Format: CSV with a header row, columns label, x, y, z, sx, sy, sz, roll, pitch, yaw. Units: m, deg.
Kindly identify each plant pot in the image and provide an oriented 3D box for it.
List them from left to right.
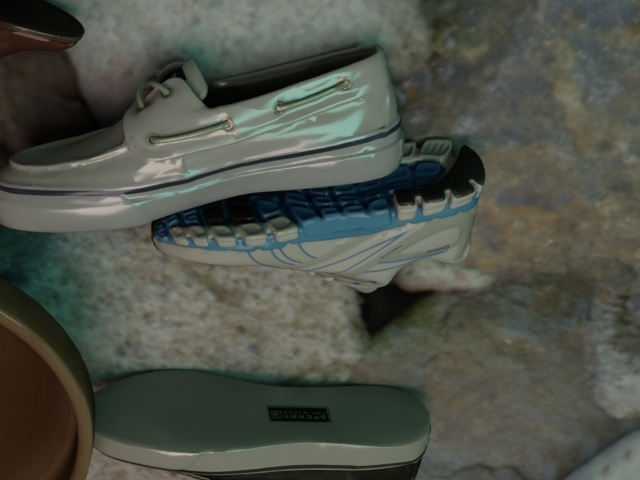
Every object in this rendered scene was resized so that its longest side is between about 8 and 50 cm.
label,x,y,z,sx,sy,sz,roll,pitch,yaw
plant pot,-0.249,0.079,0.820,0.237,0.110,0.237,-3,127,-4

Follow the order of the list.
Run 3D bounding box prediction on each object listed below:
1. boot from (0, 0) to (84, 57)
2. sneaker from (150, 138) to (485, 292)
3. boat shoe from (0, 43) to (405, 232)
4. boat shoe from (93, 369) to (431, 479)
label,x,y,z,sx,sy,sz,roll,pitch,yaw
boot,-0.181,-0.076,0.758,0.106,0.037,0.114,12,122,5
sneaker,0.000,0.000,0.804,0.190,0.071,0.083,-5,131,2
boat shoe,-0.069,-0.063,0.758,0.226,0.083,0.076,-11,114,-9
boat shoe,-0.041,0.134,0.891,0.219,0.078,0.070,5,124,-8
